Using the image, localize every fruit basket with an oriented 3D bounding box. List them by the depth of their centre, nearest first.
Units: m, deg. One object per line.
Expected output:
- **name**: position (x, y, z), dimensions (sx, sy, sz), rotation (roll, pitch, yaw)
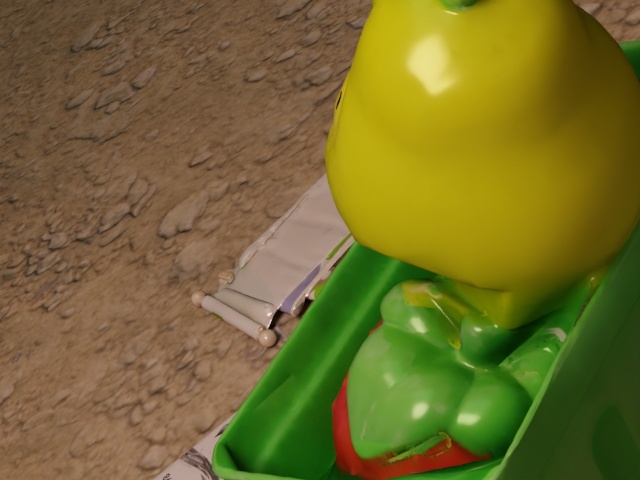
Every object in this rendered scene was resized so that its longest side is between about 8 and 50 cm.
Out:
- **fruit basket**: position (0.092, -0.010, 0.818), dimensions (0.283, 0.392, 0.392), rotation (-4, 44, 51)

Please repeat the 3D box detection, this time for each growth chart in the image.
- **growth chart**: position (0.000, 0.000, 1.252), dimensions (0.237, 0.021, 0.172), rotation (-43, 31, -9)

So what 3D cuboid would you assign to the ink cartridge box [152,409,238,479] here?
- **ink cartridge box**: position (-0.075, 0.202, 1.019), dimensions (0.180, 0.060, 0.104), rotation (-39, 31, -2)
